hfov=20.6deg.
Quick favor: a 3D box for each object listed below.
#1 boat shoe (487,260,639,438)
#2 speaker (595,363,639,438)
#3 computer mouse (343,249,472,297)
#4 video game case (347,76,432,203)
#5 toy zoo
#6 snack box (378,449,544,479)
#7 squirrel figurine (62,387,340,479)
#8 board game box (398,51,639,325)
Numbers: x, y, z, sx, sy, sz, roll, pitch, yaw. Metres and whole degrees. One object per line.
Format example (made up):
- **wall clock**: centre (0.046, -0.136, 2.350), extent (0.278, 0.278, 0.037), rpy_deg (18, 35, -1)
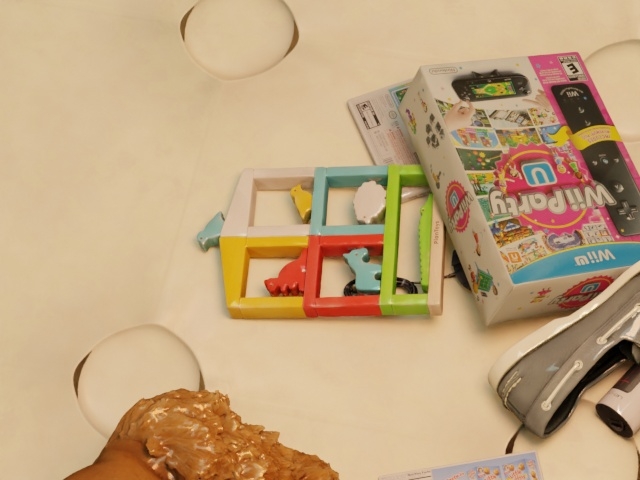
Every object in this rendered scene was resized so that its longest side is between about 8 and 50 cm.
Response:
- **boat shoe**: centre (0.342, 0.106, 1.934), extent (0.319, 0.116, 0.099), rpy_deg (-32, 56, 1)
- **speaker**: centre (0.368, 0.157, 1.955), extent (0.055, 0.055, 0.136), rpy_deg (40, 71, 21)
- **computer mouse**: centre (0.145, 0.034, 2.041), extent (0.242, 0.041, 0.071), rpy_deg (-15, 63, -5)
- **video game case**: centre (0.126, -0.130, 2.143), extent (0.143, 0.019, 0.157), rpy_deg (-19, 61, -8)
- **toy zoo**: centre (0.000, 0.000, 2.055), extent (0.293, 0.030, 0.192), rpy_deg (-2, 60, 10)
- **snack box**: centre (0.156, 0.275, 1.919), extent (0.178, 0.022, 0.064), rpy_deg (-9, 61, -2)
- **squirrel figurine**: centre (-0.104, 0.364, 1.751), extent (0.370, 0.281, 0.397), rpy_deg (35, 71, 13)
- **board game box**: centre (0.247, -0.065, 2.022), extent (0.224, 0.097, 0.303), rpy_deg (-8, 61, -23)
